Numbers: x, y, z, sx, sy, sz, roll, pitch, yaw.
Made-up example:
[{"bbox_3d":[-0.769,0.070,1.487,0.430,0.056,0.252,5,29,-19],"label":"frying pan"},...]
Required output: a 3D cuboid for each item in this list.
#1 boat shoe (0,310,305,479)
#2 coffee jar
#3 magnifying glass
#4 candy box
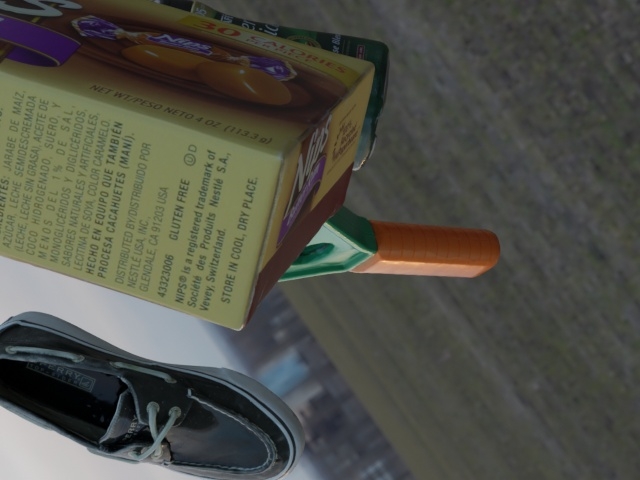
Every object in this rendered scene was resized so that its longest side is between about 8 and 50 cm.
[{"bbox_3d":[-0.118,0.114,1.001,0.219,0.077,0.070,18,-163,-1],"label":"boat shoe"},{"bbox_3d":[-0.046,-0.116,1.120,0.079,0.184,0.096,107,173,-48],"label":"coffee jar"},{"bbox_3d":[0.000,0.000,0.709,0.231,0.092,0.026,6,-121,-44],"label":"magnifying glass"},{"bbox_3d":[-0.088,-0.041,0.434,0.187,0.053,0.109,18,-158,9],"label":"candy box"}]
